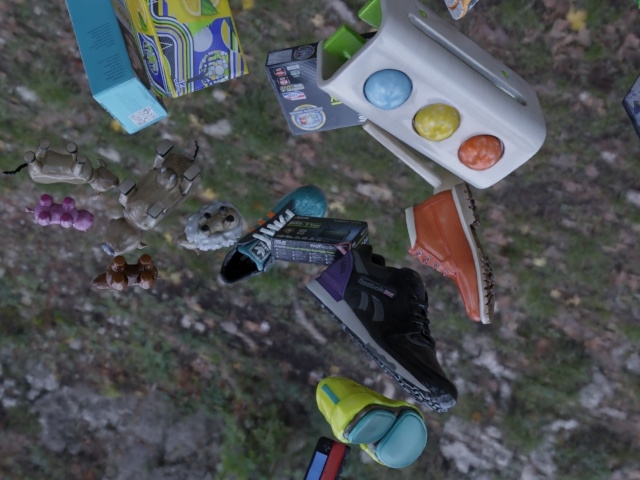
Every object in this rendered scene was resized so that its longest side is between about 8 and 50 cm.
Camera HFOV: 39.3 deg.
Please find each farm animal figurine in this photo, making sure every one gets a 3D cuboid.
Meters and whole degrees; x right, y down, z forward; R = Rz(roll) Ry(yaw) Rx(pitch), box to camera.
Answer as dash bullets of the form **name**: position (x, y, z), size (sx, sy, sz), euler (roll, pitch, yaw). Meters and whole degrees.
- **farm animal figurine**: position (-0.352, -0.066, 1.637), size (0.330, 0.326, 0.172), euler (57, 162, 7)

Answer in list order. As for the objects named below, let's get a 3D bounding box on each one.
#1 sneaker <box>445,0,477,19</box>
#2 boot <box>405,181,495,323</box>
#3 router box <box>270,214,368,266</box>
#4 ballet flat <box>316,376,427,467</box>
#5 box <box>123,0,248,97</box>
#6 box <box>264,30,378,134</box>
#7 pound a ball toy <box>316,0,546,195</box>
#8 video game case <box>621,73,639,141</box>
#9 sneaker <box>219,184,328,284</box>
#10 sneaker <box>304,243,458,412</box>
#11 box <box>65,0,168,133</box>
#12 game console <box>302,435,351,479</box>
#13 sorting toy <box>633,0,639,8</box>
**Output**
- **sneaker**: position (0.363, -0.605, 2.180), size (0.084, 0.083, 0.215), euler (63, 166, 0)
- **boot**: position (0.143, 0.022, 0.989), size (0.084, 0.158, 0.059), euler (-18, 161, 14)
- **router box**: position (0.000, 0.000, 1.321), size (0.122, 0.038, 0.092), euler (6, -155, 20)
- **ballet flat**: position (0.056, 0.195, 0.996), size (0.077, 0.077, 0.231), euler (39, 178, 30)
- **box**: position (-0.104, -0.184, 0.594), size (0.054, 0.059, 0.169), euler (19, 129, 63)
- **box**: position (0.034, -0.356, 2.057), size (0.270, 0.060, 0.216), euler (-7, 138, 15)
- **pound a ball toy**: position (0.131, -0.145, 1.132), size (0.319, 0.136, 0.208), euler (29, 131, -29)
- **video game case**: position (0.506, -0.202, 1.159), size (0.035, 0.248, 0.275), euler (8, 136, -15)
- **sneaker**: position (-0.104, 0.000, 1.954), size (0.108, 0.302, 0.121), euler (45, -154, -8)
- **sneaker**: position (0.097, 0.096, 1.154), size (0.283, 0.124, 0.107), euler (43, 176, 43)
- **box**: position (-0.274, -0.267, 1.169), size (0.060, 0.244, 0.100), euler (-25, 154, 6)
- **game console**: position (-0.010, 0.428, 1.632), size (0.085, 0.144, 0.124), euler (31, 166, -36)
- **sorting toy**: position (0.539, -0.440, 1.356), size (0.127, 0.126, 0.365), euler (-5, 176, -1)
